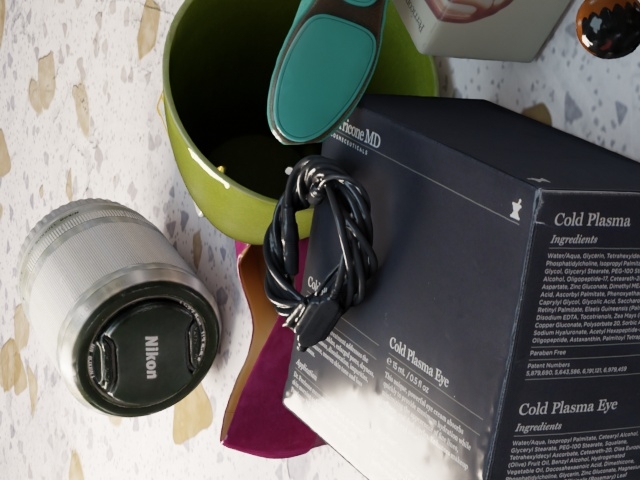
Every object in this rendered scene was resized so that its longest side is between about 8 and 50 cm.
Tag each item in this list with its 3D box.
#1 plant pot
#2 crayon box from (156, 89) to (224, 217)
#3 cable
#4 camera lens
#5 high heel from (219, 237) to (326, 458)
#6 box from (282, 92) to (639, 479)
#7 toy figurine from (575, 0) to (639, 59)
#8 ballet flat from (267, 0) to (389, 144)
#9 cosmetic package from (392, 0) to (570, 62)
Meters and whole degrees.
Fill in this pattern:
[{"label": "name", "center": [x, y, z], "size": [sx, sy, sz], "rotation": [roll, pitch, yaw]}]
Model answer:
[{"label": "plant pot", "center": [-0.046, -0.110, 1.587], "size": [0.293, 0.274, 0.275], "rotation": [122, 141, -67]}, {"label": "crayon box", "center": [-0.091, -0.209, 1.811], "size": [0.323, 0.083, 0.203], "rotation": [-63, 39, 41]}, {"label": "cable", "center": [0.000, 0.000, 1.328], "size": [0.184, 0.047, 0.151], "rotation": [117, 147, -44]}, {"label": "camera lens", "center": [-0.271, 0.088, 1.998], "size": [0.274, 0.219, 0.219], "rotation": [45, 129, 52]}, {"label": "high heel", "center": [-0.075, 0.077, 1.679], "size": [0.377, 0.181, 0.127], "rotation": [61, 140, 41]}, {"label": "box", "center": [0.136, 0.060, 1.300], "size": [0.343, 0.179, 0.313], "rotation": [34, 120, 56]}, {"label": "toy figurine", "center": [0.277, -0.202, 1.013], "size": [0.213, 0.209, 0.148], "rotation": [-20, 78, 60]}, {"label": "ballet flat", "center": [0.017, -0.198, 1.323], "size": [0.087, 0.083, 0.247], "rotation": [-151, 81, -79]}, {"label": "cosmetic package", "center": [0.171, -0.310, 1.284], "size": [0.296, 0.129, 0.153], "rotation": [-62, 40, 41]}]
